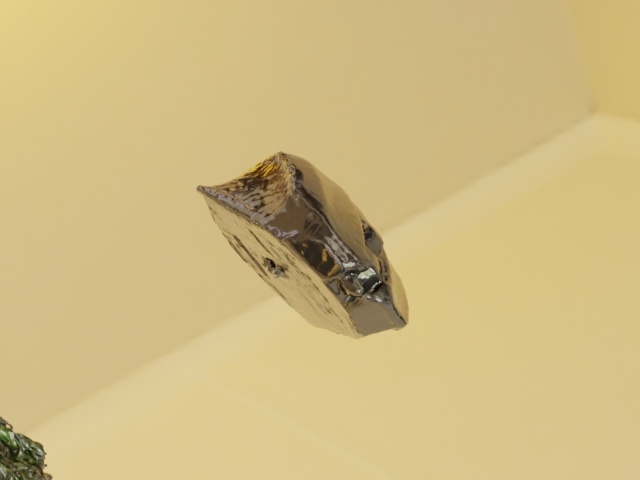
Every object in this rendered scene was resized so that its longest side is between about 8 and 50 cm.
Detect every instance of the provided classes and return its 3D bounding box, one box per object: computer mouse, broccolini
[{"bbox_3d":[0.000,0.000,0.785,0.057,0.099,0.172,-41,-159,-11],"label":"computer mouse"},{"bbox_3d":[-0.288,0.143,1.221,0.091,0.202,0.068,-46,-176,-24],"label":"broccolini"}]
